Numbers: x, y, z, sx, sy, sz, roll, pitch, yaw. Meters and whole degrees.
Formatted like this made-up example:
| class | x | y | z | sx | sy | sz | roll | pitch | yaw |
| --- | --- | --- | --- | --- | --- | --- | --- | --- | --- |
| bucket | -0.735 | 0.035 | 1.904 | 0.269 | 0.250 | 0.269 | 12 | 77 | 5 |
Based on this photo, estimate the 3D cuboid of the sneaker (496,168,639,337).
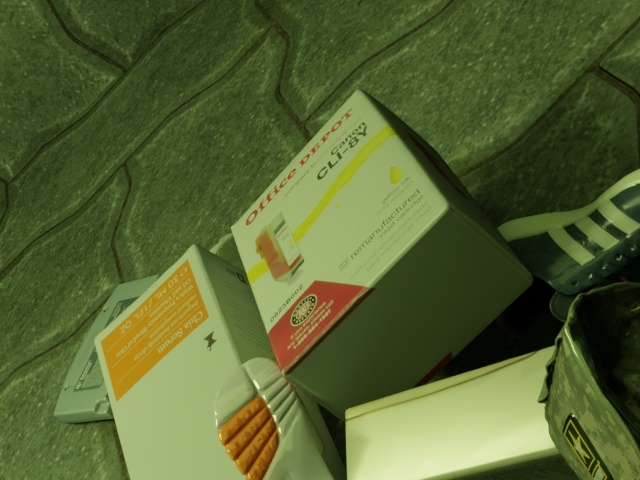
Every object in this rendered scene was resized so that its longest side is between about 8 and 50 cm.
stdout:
| class | x | y | z | sx | sy | sz | roll | pitch | yaw |
| --- | --- | --- | --- | --- | --- | --- | --- | --- | --- |
| sneaker | 0.339 | 0.026 | 1.339 | 0.350 | 0.131 | 0.148 | -26 | 45 | 44 |

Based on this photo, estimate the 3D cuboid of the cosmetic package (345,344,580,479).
| class | x | y | z | sx | sy | sz | roll | pitch | yaw |
| --- | --- | --- | --- | --- | --- | --- | --- | --- | --- |
| cosmetic package | 0.190 | 0.213 | 1.252 | 0.309 | 0.160 | 0.113 | -24 | 56 | 37 |

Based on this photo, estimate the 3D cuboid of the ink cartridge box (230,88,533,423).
| class | x | y | z | sx | sy | sz | roll | pitch | yaw |
| --- | --- | --- | --- | --- | --- | --- | --- | --- | --- |
| ink cartridge box | 0.056 | 0.012 | 1.480 | 0.279 | 0.160 | 0.384 | -46 | 28 | 11 |

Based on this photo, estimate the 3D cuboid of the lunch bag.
| class | x | y | z | sx | sy | sz | roll | pitch | yaw |
| --- | --- | --- | --- | --- | --- | --- | --- | --- | --- |
| lunch bag | 0.312 | 0.163 | 0.956 | 0.287 | 0.235 | 0.169 | 23 | 69 | 17 |

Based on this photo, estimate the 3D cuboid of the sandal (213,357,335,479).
| class | x | y | z | sx | sy | sz | roll | pitch | yaw |
| --- | --- | --- | --- | --- | --- | --- | --- | --- | --- |
| sandal | -0.037 | 0.261 | 1.330 | 0.102 | 0.076 | 0.265 | -29 | 66 | 0 |

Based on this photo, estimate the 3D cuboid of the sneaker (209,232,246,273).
| class | x | y | z | sx | sy | sz | roll | pitch | yaw |
| --- | --- | --- | --- | --- | --- | --- | --- | --- | --- |
| sneaker | -0.224 | 0.101 | 2.030 | 0.153 | 0.101 | 0.268 | 2 | 59 | 52 |

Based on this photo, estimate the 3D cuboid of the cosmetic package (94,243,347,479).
| class | x | y | z | sx | sy | sz | roll | pitch | yaw |
| --- | --- | --- | --- | --- | --- | --- | --- | --- | --- |
| cosmetic package | -0.139 | 0.246 | 1.586 | 0.230 | 0.161 | 0.453 | -43 | 43 | 15 |

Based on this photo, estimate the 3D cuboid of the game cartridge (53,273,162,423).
| class | x | y | z | sx | sy | sz | roll | pitch | yaw |
| --- | --- | --- | --- | --- | --- | --- | --- | --- | --- |
| game cartridge | -0.382 | 0.204 | 2.182 | 0.198 | 0.062 | 0.297 | -18 | 41 | 50 |
